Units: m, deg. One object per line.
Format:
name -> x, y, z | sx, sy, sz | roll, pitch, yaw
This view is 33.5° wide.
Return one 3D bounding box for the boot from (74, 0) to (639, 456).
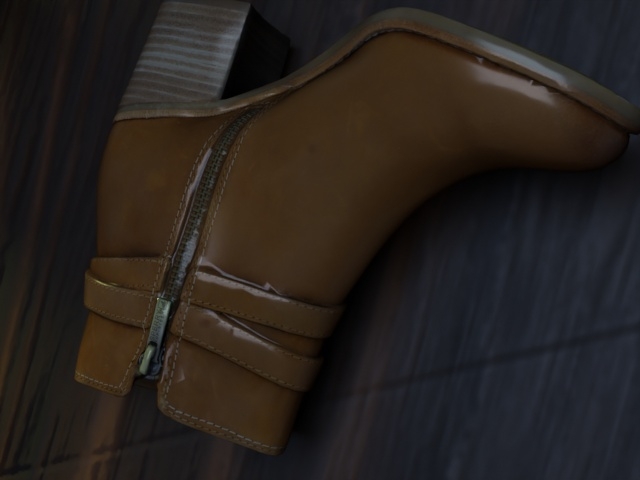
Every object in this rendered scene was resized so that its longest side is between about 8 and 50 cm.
boot -> 0.000, 0.000, 0.524 | 0.283, 0.109, 0.220 | 13, 87, 23
